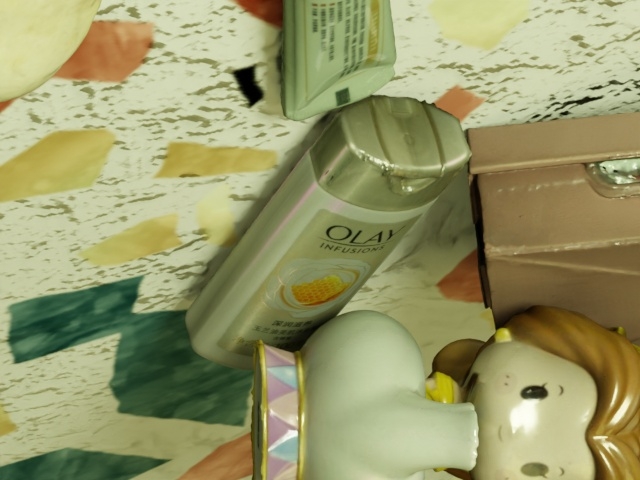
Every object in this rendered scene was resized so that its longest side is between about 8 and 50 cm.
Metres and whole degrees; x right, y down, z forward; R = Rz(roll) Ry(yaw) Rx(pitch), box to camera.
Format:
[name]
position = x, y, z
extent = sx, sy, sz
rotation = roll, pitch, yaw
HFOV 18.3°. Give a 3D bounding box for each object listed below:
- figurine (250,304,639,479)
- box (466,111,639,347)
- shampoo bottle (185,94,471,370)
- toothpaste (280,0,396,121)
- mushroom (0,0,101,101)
[figurine]
position = 0.090, 0.109, 1.200
extent = 0.263, 0.142, 0.189
rotation = 0, -174, -7
[box]
position = 0.204, 0.004, 1.242
extent = 0.215, 0.086, 0.215
rotation = -5, 155, 6
[shampoo bottle]
position = 0.000, 0.000, 1.180
extent = 0.086, 0.056, 0.227
rotation = 1, 147, -31
[toothpaste]
position = 0.007, -0.125, 0.963
extent = 0.067, 0.037, 0.255
rotation = -23, 158, -7
[mushroom]
position = -0.147, -0.127, 0.766
extent = 0.154, 0.122, 0.154
rotation = 14, 142, 11
